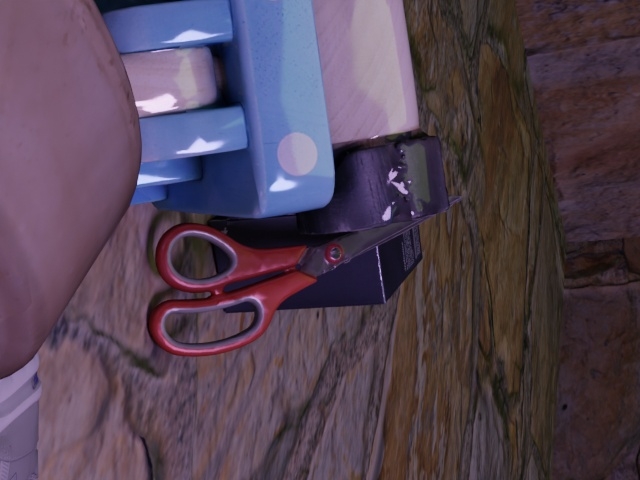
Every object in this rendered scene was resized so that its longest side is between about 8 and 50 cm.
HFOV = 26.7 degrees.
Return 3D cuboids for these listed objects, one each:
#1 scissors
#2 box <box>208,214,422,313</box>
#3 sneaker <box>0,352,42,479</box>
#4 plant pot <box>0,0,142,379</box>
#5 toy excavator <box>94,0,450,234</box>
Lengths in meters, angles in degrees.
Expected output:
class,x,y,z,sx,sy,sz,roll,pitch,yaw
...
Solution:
class,x,y,z,sx,sy,sz,roll,pitch,yaw
scissors,-0.005,0.027,1.129,0.021,0.297,0.109,-9,-91,65
box,0.000,0.000,1.259,0.158,0.156,0.093,-40,124,-68
sneaker,-0.203,0.146,0.679,0.281,0.105,0.115,-49,131,-66
plant pot,-0.249,0.020,0.332,0.280,0.323,0.323,-65,149,-27
toy excavator,-0.130,-0.089,0.835,0.433,0.445,0.222,-172,-108,-66
